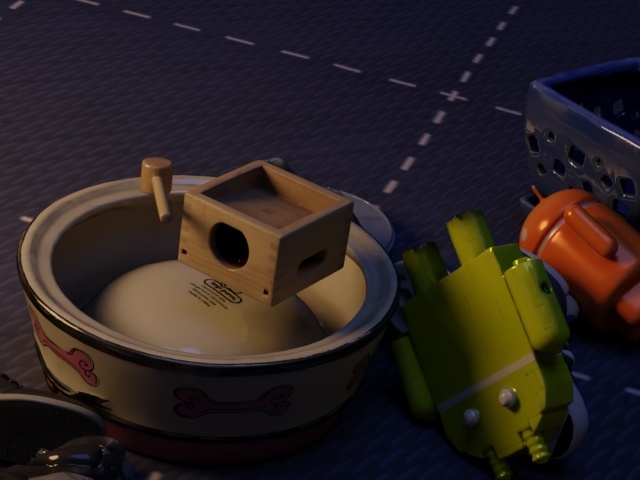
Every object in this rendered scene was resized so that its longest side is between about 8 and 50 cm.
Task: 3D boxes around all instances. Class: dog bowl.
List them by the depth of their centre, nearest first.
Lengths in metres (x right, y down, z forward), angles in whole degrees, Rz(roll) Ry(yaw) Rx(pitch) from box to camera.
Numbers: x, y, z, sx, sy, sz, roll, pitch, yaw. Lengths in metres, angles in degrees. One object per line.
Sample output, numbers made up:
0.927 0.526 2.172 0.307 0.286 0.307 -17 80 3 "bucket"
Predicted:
-0.126 0.085 1.789 0.408 0.150 0.408 6 28 -3 "dog bowl"

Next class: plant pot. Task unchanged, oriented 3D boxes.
0.412 -0.092 2.189 0.236 0.212 0.236 -16 36 -37 "plant pot"

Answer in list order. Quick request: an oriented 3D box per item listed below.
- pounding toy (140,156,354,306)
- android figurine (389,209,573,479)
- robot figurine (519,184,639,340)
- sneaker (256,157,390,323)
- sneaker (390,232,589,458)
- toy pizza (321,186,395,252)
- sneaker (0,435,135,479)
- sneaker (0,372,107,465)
-0.105 -0.012 1.715 0.206 0.094 0.181 25 32 28 "pounding toy"
0.169 0.115 1.732 0.056 0.248 0.272 -6 71 -38 "android figurine"
0.332 0.025 2.022 0.219 0.128 0.158 46 25 27 "robot figurine"
0.000 0.000 1.960 0.262 0.125 0.104 37 57 19 "sneaker"
0.245 0.107 1.871 0.236 0.130 0.323 -9 38 -40 "sneaker"
-0.006 -0.010 2.111 0.201 0.032 0.201 6 30 -3 "toy pizza"
-0.195 0.258 1.500 0.269 0.101 0.153 19 33 24 "sneaker"
-0.320 0.159 1.669 0.222 0.083 0.118 6 28 -1 "sneaker"
